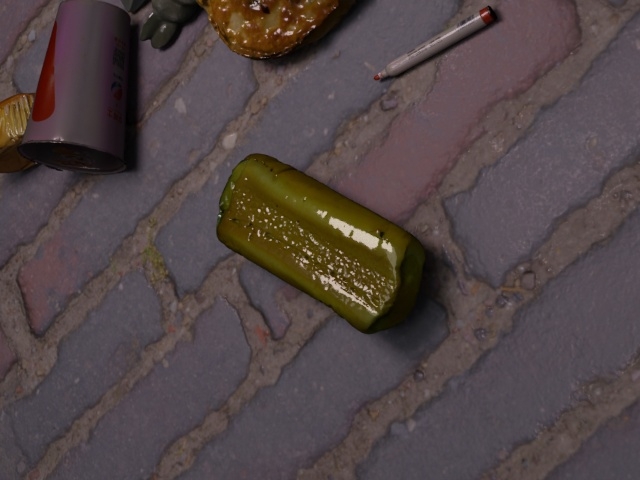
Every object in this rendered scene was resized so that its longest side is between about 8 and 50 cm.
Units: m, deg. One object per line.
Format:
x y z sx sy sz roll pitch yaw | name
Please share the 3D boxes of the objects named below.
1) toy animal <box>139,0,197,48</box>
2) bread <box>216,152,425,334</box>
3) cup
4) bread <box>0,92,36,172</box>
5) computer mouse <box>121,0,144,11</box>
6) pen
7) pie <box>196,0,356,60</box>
-0.251 -0.451 1.909 0.236 0.138 0.108 -32 35 43 | toy animal
0.000 0.000 1.661 0.384 0.112 0.166 30 103 34 | bread
-0.434 -0.282 1.980 0.203 0.203 0.288 -2 76 36 | cup
-0.581 -0.211 2.096 0.191 0.132 0.114 -21 73 28 | bread
-0.332 -0.514 1.966 0.127 0.079 0.231 68 155 7 | computer mouse
0.169 -0.292 1.634 0.218 0.026 0.026 -26 69 31 | pen
-0.073 -0.445 1.737 0.315 0.092 0.315 9 114 21 | pie
